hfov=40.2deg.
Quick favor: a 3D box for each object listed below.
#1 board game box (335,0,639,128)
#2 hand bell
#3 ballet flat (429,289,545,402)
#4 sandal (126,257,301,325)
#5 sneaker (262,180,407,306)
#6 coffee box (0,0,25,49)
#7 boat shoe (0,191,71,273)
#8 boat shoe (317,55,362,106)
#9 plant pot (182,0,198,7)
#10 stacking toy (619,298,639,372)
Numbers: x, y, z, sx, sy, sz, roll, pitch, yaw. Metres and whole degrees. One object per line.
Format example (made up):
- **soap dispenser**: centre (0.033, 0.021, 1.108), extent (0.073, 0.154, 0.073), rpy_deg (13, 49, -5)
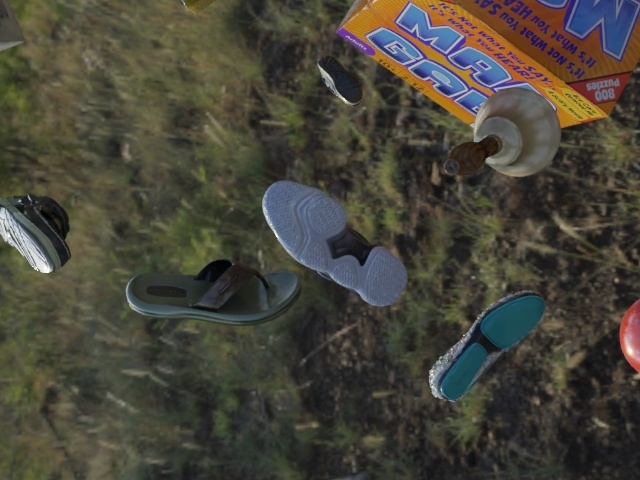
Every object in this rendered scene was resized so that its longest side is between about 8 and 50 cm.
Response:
- **board game box**: centre (0.303, -0.414, 1.384), extent (0.356, 0.356, 0.356), rpy_deg (-60, 14, -8)
- **hand bell**: centre (0.212, -0.117, 1.123), extent (0.126, 0.242, 0.126), rpy_deg (11, 112, 29)
- **ballet flat**: centre (0.265, 0.164, 1.446), extent (0.241, 0.091, 0.077), rpy_deg (-42, 17, -3)
- **sandal**: centre (-0.179, 0.080, 1.499), extent (0.120, 0.303, 0.086), rpy_deg (-106, 20, -54)
- **sneaker**: centre (0.000, 0.000, 1.314), extent (0.101, 0.268, 0.153), rpy_deg (-55, 26, -6)
- **coffee box**: centre (-0.768, -0.437, 1.467), extent (0.337, 0.334, 0.338), rpy_deg (-73, -35, -76)
- **boat shoe**: centre (-0.350, -0.022, 1.083), extent (0.223, 0.073, 0.080), rpy_deg (21, 134, 53)
- **boat shoe**: centre (0.046, -0.341, 1.897), extent (0.152, 0.056, 0.049), rpy_deg (58, 169, 30)
- **plant pot**: centre (-0.173, -0.504, 1.383), extent (0.212, 0.187, 0.212), rpy_deg (63, -178, -12)
- **stacking toy**: centre (0.426, 0.110, 0.932), extent (0.141, 0.330, 0.141), rpy_deg (-6, 81, 43)
